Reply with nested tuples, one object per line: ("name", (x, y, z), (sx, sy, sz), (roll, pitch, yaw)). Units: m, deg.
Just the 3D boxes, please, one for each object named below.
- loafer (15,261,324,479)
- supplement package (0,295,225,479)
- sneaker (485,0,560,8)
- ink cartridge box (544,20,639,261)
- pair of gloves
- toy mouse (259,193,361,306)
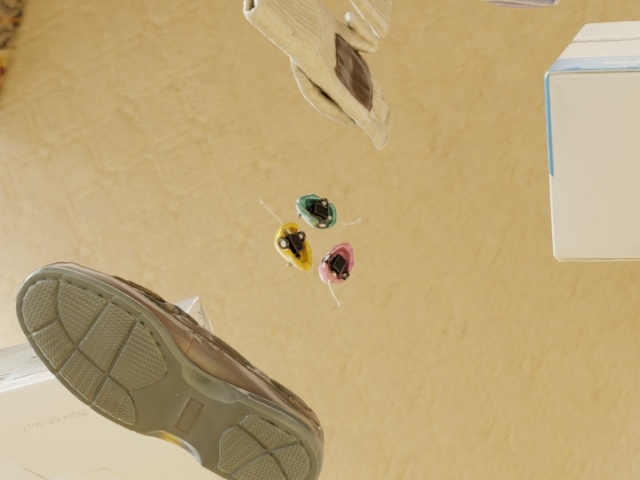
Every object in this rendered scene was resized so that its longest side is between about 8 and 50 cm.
("loafer", (-0.113, 0.103, 0.970), (0.267, 0.084, 0.096), (36, 110, -5))
("supplement package", (-0.221, 0.201, 1.249), (0.262, 0.145, 0.204), (-15, 106, 13))
("sneaker", (0.282, -0.433, 1.493), (0.127, 0.182, 0.315), (12, 102, 14))
("ink cartridge box", (0.362, -0.129, 1.502), (0.129, 0.307, 0.223), (-1, 109, 20))
("pair of gloves", (0.013, -0.218, 1.092), (0.042, 0.240, 0.204), (-15, 136, 27))
("toy mouse", (0.000, 0.000, 1.543), (0.031, 0.143, 0.161), (-28, 93, 43))
